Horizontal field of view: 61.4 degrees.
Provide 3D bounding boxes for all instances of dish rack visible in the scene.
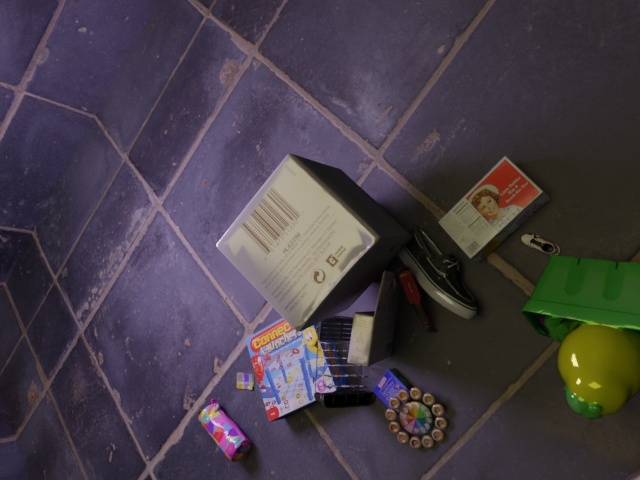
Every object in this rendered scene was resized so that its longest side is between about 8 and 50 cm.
[{"bbox_3d":[0.073,0.373,1.672,0.074,0.208,0.271,-8,76,50],"label":"dish rack"}]

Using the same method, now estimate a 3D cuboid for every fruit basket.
[{"bbox_3d":[0.652,0.233,1.219,0.392,0.283,0.392,-15,59,28],"label":"fruit basket"}]

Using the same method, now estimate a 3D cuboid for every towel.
[{"bbox_3d":[-0.283,0.527,2.015,0.083,0.009,0.060,-4,79,35],"label":"towel"}]

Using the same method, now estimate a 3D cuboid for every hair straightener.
[{"bbox_3d":[0.287,0.176,1.593,0.047,0.089,0.230,-29,104,7],"label":"hair straightener"}]

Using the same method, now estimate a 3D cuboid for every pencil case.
[{"bbox_3d":[-0.355,0.700,1.987,0.236,0.104,0.104,37,104,32],"label":"pencil case"}]

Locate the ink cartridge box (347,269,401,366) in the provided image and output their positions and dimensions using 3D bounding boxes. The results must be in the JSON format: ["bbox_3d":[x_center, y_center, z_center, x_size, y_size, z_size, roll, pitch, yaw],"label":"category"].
[{"bbox_3d":[0.166,0.218,1.565,0.066,0.296,0.261,8,86,19],"label":"ink cartridge box"}]

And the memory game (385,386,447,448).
[{"bbox_3d":[0.279,0.521,1.579,0.186,0.012,0.186,2,95,23],"label":"memory game"}]

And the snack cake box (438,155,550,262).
[{"bbox_3d":[0.484,-0.084,1.516,0.264,0.089,0.152,-47,57,20],"label":"snack cake box"}]

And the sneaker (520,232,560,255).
[{"bbox_3d":[0.590,0.007,1.453,0.109,0.044,0.040,27,100,37],"label":"sneaker"}]

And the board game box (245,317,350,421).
[{"bbox_3d":[-0.086,0.418,1.844,0.308,0.086,0.302,-33,65,27],"label":"board game box"}]

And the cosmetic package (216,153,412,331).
[{"bbox_3d":[0.000,0.000,1.511,0.327,0.393,0.329,44,106,15],"label":"cosmetic package"}]

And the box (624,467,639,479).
[{"bbox_3d":[0.816,0.487,1.149,0.311,0.148,0.121,-48,58,19],"label":"box"}]

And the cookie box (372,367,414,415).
[{"bbox_3d":[0.227,0.460,1.640,0.107,0.040,0.092,44,108,31],"label":"cookie box"}]

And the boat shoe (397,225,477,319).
[{"bbox_3d":[0.344,0.082,1.568,0.335,0.121,0.119,49,115,33],"label":"boat shoe"}]
